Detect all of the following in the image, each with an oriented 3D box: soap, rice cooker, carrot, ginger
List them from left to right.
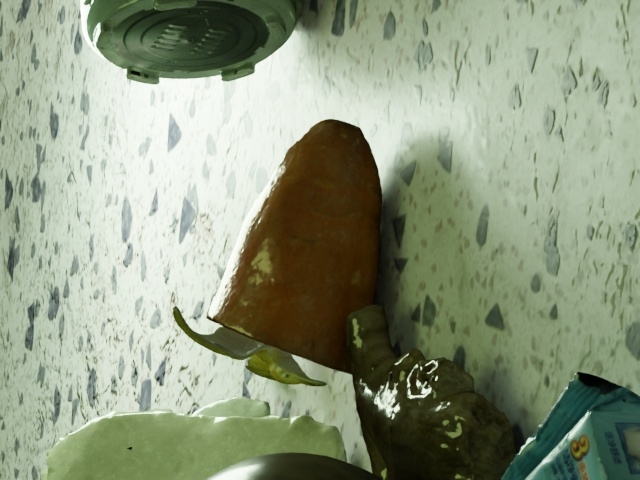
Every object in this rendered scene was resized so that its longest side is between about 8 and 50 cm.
[{"bbox_3d":[-0.140,-0.304,2.074,0.280,0.241,0.227,132,136,-60],"label":"rice cooker"},{"bbox_3d":[0.000,0.000,1.835,0.159,0.159,0.225,5,76,68],"label":"carrot"},{"bbox_3d":[0.086,0.166,1.634,0.333,0.080,0.166,-155,66,-63],"label":"ginger"},{"bbox_3d":[0.205,0.249,1.328,0.156,0.077,0.293,123,144,-47],"label":"soap"}]

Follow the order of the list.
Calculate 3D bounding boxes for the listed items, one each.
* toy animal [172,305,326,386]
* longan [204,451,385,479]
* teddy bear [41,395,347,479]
[{"bbox_3d":[-0.049,0.089,1.977,0.155,0.219,0.095,15,81,31],"label":"toy animal"},{"bbox_3d":[-0.010,0.306,1.555,0.350,0.288,0.288,55,-148,-71],"label":"longan"},{"bbox_3d":[-0.124,0.320,2.021,0.327,0.375,0.362,-66,-27,-26],"label":"teddy bear"}]
